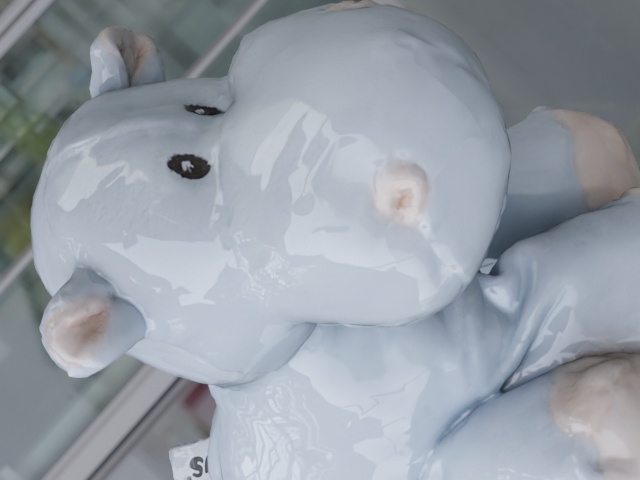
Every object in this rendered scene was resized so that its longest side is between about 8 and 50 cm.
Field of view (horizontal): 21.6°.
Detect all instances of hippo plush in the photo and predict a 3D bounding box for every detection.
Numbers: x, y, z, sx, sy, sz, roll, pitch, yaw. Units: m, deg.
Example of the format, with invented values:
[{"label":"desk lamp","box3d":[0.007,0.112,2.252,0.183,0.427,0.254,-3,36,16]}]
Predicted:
[{"label":"hippo plush","box3d":[0.000,0.000,0.658,0.236,0.294,0.234,50,-148,-37]}]
